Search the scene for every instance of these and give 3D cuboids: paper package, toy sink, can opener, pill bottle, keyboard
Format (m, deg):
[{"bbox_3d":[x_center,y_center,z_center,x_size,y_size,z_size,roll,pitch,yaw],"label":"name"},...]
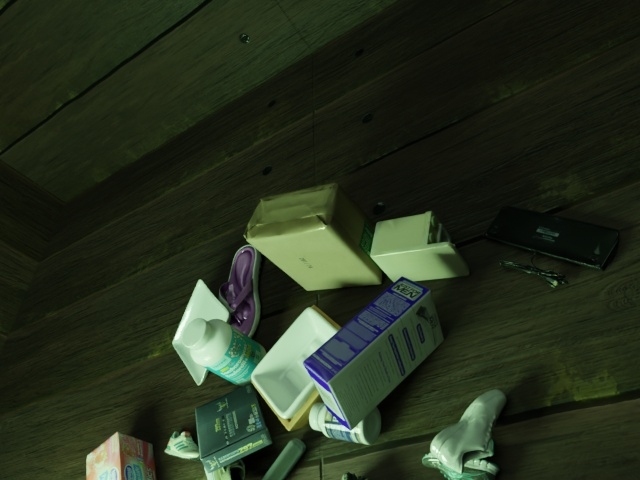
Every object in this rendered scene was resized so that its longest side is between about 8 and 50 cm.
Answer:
[{"bbox_3d":[0.000,0.000,1.508,0.310,0.325,0.168,-8,53,36],"label":"paper package"},{"bbox_3d":[0.283,0.016,1.395,0.234,0.153,0.131,-10,51,35],"label":"toy sink"},{"bbox_3d":[-0.123,0.645,1.290,0.093,0.074,0.280,31,79,13],"label":"can opener"},{"bbox_3d":[0.059,0.453,1.263,0.169,0.094,0.094,-6,54,36],"label":"pill bottle"},{"bbox_3d":[0.555,0.017,1.263,0.317,0.033,0.201,22,66,48],"label":"keyboard"},{"bbox_3d":[-0.293,0.333,1.522,0.146,0.264,0.146,-22,46,25],"label":"pill bottle"}]

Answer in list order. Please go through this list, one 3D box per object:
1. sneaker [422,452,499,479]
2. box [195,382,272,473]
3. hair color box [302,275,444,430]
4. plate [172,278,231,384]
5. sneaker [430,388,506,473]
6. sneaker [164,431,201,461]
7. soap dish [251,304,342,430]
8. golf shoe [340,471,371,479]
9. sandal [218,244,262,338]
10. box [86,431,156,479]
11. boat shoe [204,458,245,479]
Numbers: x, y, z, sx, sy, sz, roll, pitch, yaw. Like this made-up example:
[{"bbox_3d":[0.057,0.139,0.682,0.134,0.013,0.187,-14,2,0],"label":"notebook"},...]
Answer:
[{"bbox_3d":[0.291,0.497,1.064,0.167,0.065,0.076,-7,58,38],"label":"sneaker"},{"bbox_3d":[-0.248,0.513,1.398,0.184,0.059,0.233,-23,20,-9],"label":"box"},{"bbox_3d":[0.138,0.265,1.211,0.339,0.185,0.110,-36,36,-21],"label":"hair color box"},{"bbox_3d":[-0.408,0.313,1.749,0.277,0.045,0.277,34,103,50],"label":"plate"},{"bbox_3d":[0.337,0.407,1.058,0.212,0.080,0.094,-34,38,-21],"label":"sneaker"},{"bbox_3d":[-0.413,0.627,1.538,0.161,0.057,0.075,-7,59,39],"label":"sneaker"},{"bbox_3d":[-0.037,0.354,1.407,0.291,0.118,0.229,-50,41,-5],"label":"soap dish"},{"bbox_3d":[0.073,0.641,1.073,0.120,0.105,0.273,-56,13,19],"label":"golf shoe"},{"bbox_3d":[-0.301,0.181,1.777,0.169,0.102,0.416,-24,46,24],"label":"sandal"},{"bbox_3d":[-0.596,0.758,1.510,0.142,0.154,0.300,-40,40,6],"label":"box"},{"bbox_3d":[-0.242,0.629,1.336,0.094,0.109,0.302,-38,28,3],"label":"boat shoe"}]
